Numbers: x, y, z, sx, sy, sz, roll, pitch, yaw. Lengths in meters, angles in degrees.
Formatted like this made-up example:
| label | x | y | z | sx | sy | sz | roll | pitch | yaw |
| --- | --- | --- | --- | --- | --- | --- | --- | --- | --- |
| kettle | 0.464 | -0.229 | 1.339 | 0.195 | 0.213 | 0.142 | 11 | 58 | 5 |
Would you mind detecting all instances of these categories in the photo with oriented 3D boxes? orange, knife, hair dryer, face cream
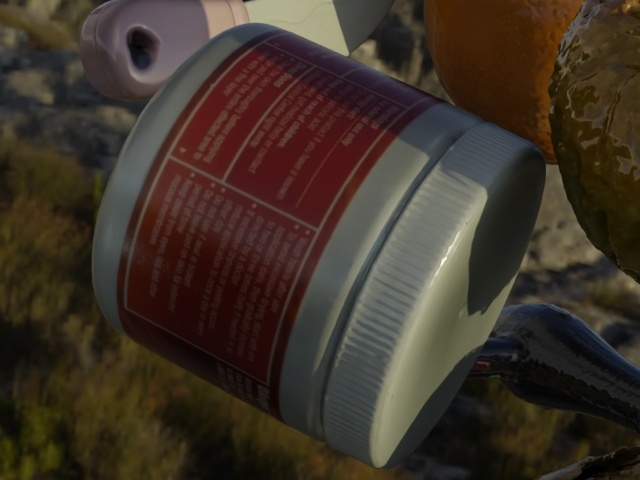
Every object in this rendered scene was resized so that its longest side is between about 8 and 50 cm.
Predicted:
| label | x | y | z | sx | sy | sz | roll | pitch | yaw |
| --- | --- | --- | --- | --- | --- | --- | --- | --- | --- |
| orange | 0.211 | -0.184 | 1.163 | 0.261 | 0.261 | 0.261 | 9 | 17 | -3 |
| knife | -0.036 | -0.153 | 1.060 | 0.043 | 0.081 | 0.336 | -3 | 11 | 44 |
| hair dryer | 0.141 | 0.115 | 1.206 | 0.272 | 0.091 | 0.235 | -2 | 15 | -28 |
| face cream | 0.000 | 0.000 | 0.811 | 0.187 | 0.201 | 0.201 | 26 | 21 | 18 |

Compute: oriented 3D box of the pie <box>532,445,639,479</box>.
| label | x | y | z | sx | sy | sz | roll | pitch | yaw |
| --- | --- | --- | --- | --- | --- | --- | --- | --- | --- |
| pie | 0.173 | 0.177 | 0.837 | 0.308 | 0.085 | 0.308 | -27 | -3 | -1 |

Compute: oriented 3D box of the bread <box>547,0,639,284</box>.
| label | x | y | z | sx | sy | sz | roll | pitch | yaw |
| --- | --- | --- | --- | --- | --- | --- | --- | --- | --- |
| bread | 0.229 | -0.048 | 0.758 | 0.240 | 0.139 | 0.240 | 7 | 51 | -8 |
